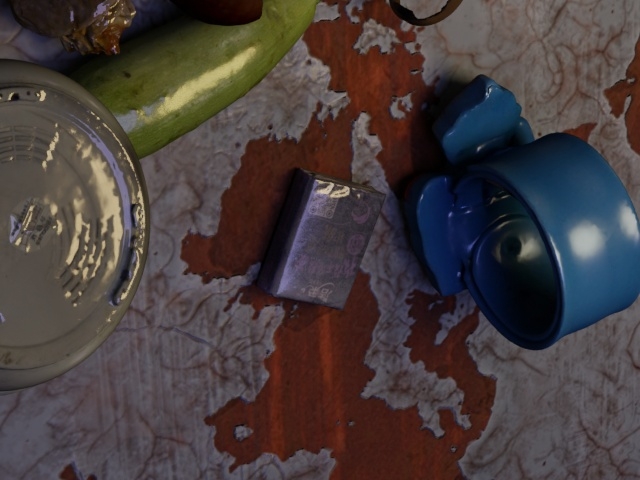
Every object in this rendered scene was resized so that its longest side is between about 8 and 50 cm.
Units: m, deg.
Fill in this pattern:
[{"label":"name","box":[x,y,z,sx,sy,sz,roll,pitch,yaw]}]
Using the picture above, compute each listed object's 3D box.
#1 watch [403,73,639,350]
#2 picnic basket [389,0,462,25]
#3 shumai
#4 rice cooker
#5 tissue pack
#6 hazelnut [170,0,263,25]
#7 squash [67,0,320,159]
[{"label":"watch","box":[0.259,-0.039,2.308,0.241,0.274,0.305,-24,126,-22]},{"label":"picnic basket","box":[0.136,-0.329,2.192,0.138,0.128,0.178,28,84,-36]},{"label":"shumai","box":[-0.248,-0.250,2.002,0.145,0.145,0.116,-45,149,-9]},{"label":"rice cooker","box":[-0.365,-0.014,1.878,0.335,0.325,0.335,-2,94,-37]},{"label":"tissue pack","box":[0.000,0.000,2.298,0.112,0.051,0.156,13,103,-34]},{"label":"hazelnut","box":[-0.108,-0.320,2.009,0.161,0.170,0.201,-28,84,13]},{"label":"squash","box":[-0.133,-0.188,2.090,0.371,0.118,0.118,-30,124,-23]}]
